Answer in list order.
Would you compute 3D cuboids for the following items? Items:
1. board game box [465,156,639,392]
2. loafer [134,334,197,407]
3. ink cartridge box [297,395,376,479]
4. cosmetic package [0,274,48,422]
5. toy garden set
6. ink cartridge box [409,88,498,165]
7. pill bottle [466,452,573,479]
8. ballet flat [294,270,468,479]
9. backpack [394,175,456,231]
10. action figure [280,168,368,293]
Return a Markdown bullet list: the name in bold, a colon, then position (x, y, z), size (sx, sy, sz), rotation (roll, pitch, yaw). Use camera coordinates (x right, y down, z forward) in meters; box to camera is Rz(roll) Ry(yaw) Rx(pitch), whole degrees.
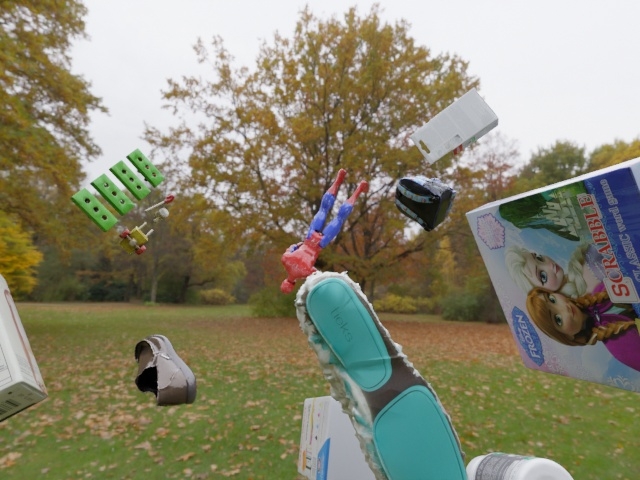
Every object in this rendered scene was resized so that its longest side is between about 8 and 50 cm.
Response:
- **board game box**: position (0.401, 0.066, 0.644), size (0.065, 0.319, 0.318), rotation (-21, -1, -18)
- **loafer**: position (-0.520, 0.401, 1.300), size (0.130, 0.134, 0.365), rotation (-2, 10, -42)
- **ink cartridge box**: position (0.060, 0.446, 0.921), size (0.168, 0.172, 0.233), rotation (11, -24, -11)
- **cosmetic package**: position (-0.655, 0.192, 0.773), size (0.153, 0.296, 0.129), rotation (-25, -24, -25)
- **toy garden set**: position (-0.496, -0.096, 1.090), size (0.049, 0.244, 0.204), rotation (-21, -62, 35)
- **ink cartridge box**: position (0.201, -0.167, 0.626), size (0.115, 0.063, 0.029), rotation (-35, -19, 15)
- **pill bottle**: position (0.618, 0.794, 1.317), size (0.203, 0.205, 0.361), rotation (4, -24, -8)
- **ballet flat**: position (0.089, 0.233, 0.648), size (0.146, 0.409, 0.147), rotation (-27, -9, -5)
- **backpack**: position (0.336, -0.138, 1.367), size (0.116, 0.158, 0.173), rotation (-31, 51, -31)
- **action figure**: position (0.000, 0.000, 0.887), size (0.091, 0.281, 0.139), rotation (30, -16, 11)
